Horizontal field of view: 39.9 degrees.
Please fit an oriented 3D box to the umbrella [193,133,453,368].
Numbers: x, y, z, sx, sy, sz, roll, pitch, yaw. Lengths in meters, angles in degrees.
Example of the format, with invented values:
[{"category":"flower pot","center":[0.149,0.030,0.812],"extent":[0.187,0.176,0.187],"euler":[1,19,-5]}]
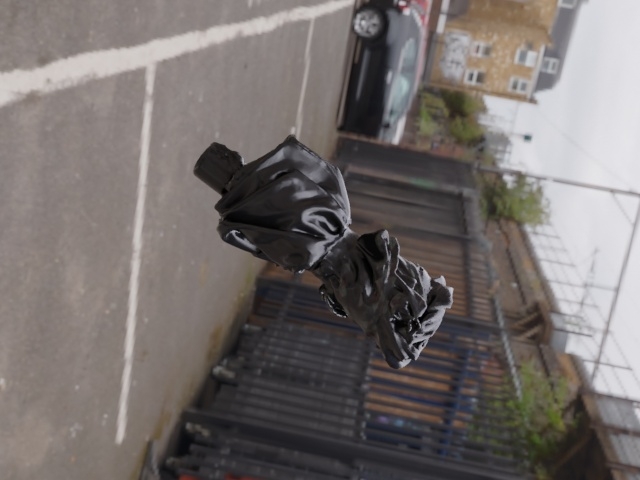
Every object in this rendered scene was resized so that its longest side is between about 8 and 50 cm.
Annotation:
[{"category":"umbrella","center":[0.001,0.000,0.816],"extent":[0.110,0.272,0.122],"euler":[-51,179,-30]}]
